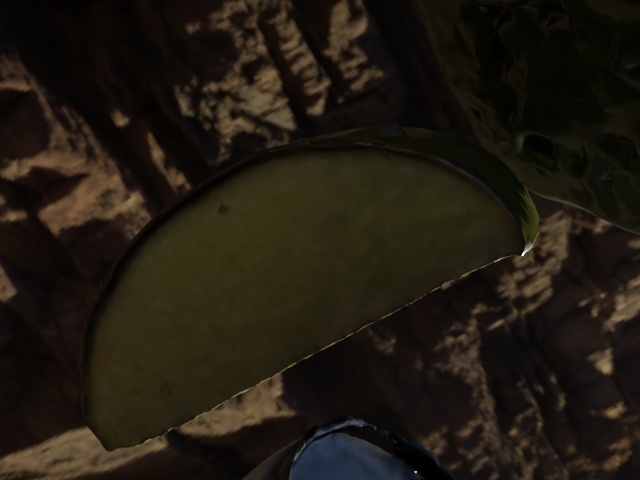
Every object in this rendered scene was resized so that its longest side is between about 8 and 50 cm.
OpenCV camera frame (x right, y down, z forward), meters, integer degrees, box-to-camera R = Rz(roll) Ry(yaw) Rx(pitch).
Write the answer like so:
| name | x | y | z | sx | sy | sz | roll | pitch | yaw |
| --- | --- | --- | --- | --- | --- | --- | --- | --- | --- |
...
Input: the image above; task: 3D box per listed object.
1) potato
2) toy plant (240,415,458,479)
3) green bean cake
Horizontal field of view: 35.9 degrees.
| name | x | y | z | sx | sy | sz | roll | pitch | yaw |
| --- | --- | --- | --- | --- | --- | --- | --- | --- | --- |
| potato | 0.000 | 0.000 | 0.625 | 0.112 | 0.269 | 0.255 | 63 | 18 | 0 |
| toy plant | -0.068 | 0.251 | 0.485 | 0.247 | 0.332 | 0.247 | 42 | 30 | -31 |
| green bean cake | 0.188 | -0.125 | 0.584 | 0.250 | 0.156 | 0.247 | 21 | -28 | 42 |
